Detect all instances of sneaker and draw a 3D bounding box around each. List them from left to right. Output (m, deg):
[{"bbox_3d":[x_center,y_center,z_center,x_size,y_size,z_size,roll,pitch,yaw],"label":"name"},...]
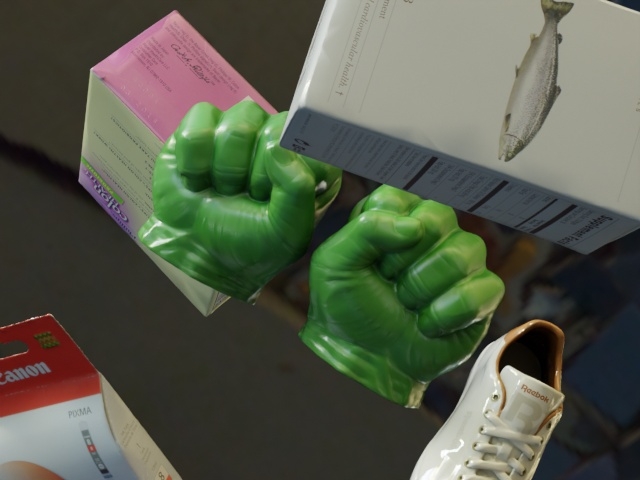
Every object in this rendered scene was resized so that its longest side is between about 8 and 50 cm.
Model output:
[{"bbox_3d":[0.165,0.194,1.629,0.106,0.290,0.123,26,145,-7],"label":"sneaker"}]

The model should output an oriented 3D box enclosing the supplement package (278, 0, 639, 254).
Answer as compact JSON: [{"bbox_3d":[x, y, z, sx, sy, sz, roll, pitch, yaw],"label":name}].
[{"bbox_3d":[0.082,-0.075,0.858,0.179,0.105,0.105,18,169,-4],"label":"supplement package"}]

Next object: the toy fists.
[{"bbox_3d":[0.000,0.000,1.249,0.279,0.142,0.096,32,-172,10],"label":"toy fists"}]

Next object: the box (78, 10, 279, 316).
[{"bbox_3d":[-0.132,-0.074,1.738,0.213,0.117,0.243,45,154,12],"label":"box"}]

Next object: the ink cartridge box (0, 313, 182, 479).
[{"bbox_3d":[-0.209,0.146,1.279,0.179,0.145,0.045,54,-142,-28],"label":"ink cartridge box"}]
